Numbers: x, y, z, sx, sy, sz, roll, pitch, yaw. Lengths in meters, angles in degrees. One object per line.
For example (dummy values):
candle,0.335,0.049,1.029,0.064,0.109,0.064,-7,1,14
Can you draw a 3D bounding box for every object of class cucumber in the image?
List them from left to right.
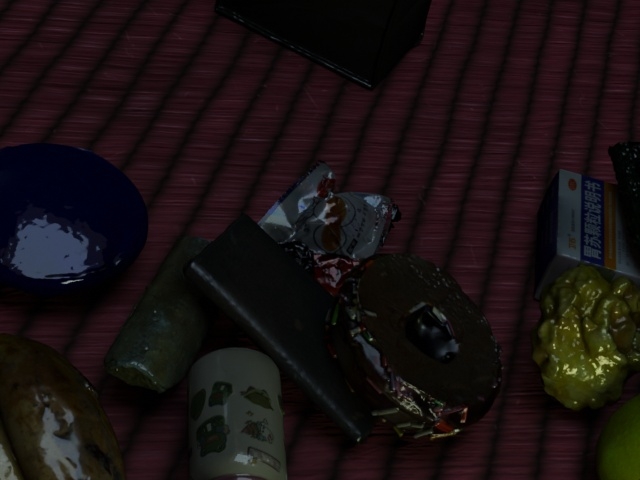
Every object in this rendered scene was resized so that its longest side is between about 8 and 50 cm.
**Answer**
cucumber,0.480,-0.052,1.832,0.077,0.077,0.265,10,45,-8

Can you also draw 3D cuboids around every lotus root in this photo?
lotus root,-0.324,0.223,1.382,0.193,0.193,0.291,-14,52,-28

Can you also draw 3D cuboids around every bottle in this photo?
bottle,-0.099,0.257,1.461,0.120,0.120,0.253,6,46,-12

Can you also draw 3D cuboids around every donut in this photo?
donut,0.121,0.138,1.616,0.270,0.103,0.269,24,43,-24

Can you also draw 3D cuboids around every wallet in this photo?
wallet,-0.029,0.113,1.614,0.321,0.044,0.170,45,35,-1

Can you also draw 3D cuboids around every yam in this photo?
yam,-0.192,0.104,1.593,0.106,0.106,0.259,21,44,4

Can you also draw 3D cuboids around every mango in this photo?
mango,0.488,0.277,1.585,0.273,0.149,0.185,-4,62,-3

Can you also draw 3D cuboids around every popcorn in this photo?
popcorn,0.370,0.136,1.684,0.155,0.197,0.197,11,35,37

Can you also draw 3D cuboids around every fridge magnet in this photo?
fridge magnet,-0.363,-0.027,1.662,0.265,0.112,0.265,8,45,-9

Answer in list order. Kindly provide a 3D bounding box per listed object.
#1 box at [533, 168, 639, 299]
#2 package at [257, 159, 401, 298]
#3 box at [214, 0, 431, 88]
box,0.483,0.027,1.883,0.299,0.106,0.200,15,43,-1
package,0.000,0.000,1.792,0.194,0.071,0.269,23,57,9
box,0.017,-0.471,2.123,0.345,0.251,0.204,28,45,11
